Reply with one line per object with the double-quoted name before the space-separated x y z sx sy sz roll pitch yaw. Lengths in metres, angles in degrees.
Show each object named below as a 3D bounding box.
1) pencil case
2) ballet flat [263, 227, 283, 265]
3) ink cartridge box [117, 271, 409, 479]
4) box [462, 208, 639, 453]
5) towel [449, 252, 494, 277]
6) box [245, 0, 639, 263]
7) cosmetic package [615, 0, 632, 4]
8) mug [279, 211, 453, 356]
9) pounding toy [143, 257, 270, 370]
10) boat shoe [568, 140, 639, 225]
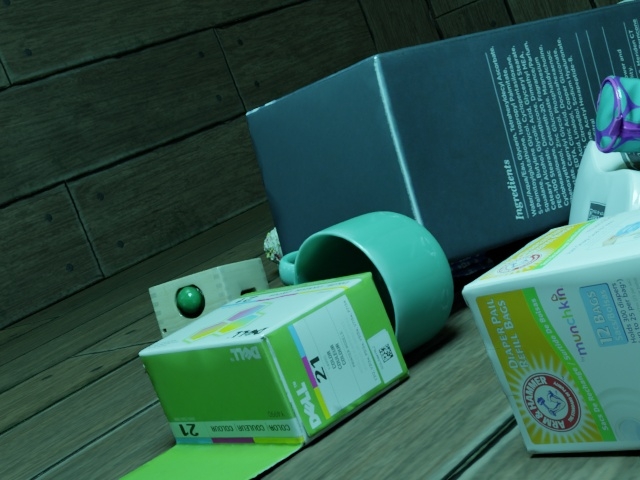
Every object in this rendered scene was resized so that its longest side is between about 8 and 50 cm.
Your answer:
"pencil case" 0.301 -0.094 0.867 0.152 0.064 0.070 6 30 -3
"ballet flat" 0.000 0.000 1.602 0.241 0.091 0.077 -21 29 34
"ink cartridge box" -0.084 0.125 0.864 0.255 0.097 0.189 -27 9 -40
"box" 0.199 0.042 0.586 0.203 0.114 0.103 -14 10 47
"towel" 0.004 0.081 1.209 0.336 0.040 0.243 -22 6 -20
"box" 0.168 -0.107 1.189 0.396 0.211 0.293 -17 4 -29
"cosmetic package" 0.516 -0.243 1.367 0.156 0.217 0.385 -22 5 8
"mug" 0.046 0.031 0.958 0.097 0.157 0.129 -21 -31 -38
"pounding toy" -0.150 0.092 1.363 0.130 0.100 0.141 -17 -2 26
"boat shoe" 0.280 -0.024 0.911 0.102 0.108 0.301 10 6 2
